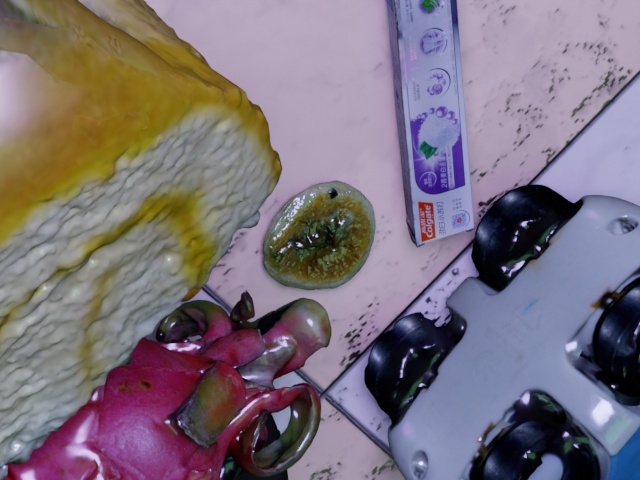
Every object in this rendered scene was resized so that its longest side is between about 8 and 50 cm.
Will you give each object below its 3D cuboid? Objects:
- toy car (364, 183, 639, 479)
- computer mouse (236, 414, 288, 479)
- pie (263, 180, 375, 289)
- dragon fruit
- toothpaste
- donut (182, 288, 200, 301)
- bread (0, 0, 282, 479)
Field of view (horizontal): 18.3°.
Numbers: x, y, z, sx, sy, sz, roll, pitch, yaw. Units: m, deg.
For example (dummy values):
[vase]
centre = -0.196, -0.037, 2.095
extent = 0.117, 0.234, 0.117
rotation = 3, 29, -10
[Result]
[toy car]
centre = 0.169, 0.098, 1.365
extent = 0.255, 0.188, 0.190
rotation = -52, 135, 2
[computer mouse]
centre = -0.084, 0.240, 1.345
extent = 0.147, 0.088, 0.264
rotation = -3, 123, -51
[pie]
centre = 0.000, -0.001, 1.321
extent = 0.084, 0.021, 0.084
rotation = -13, 121, -23
[dragon fruit]
centre = -0.130, 0.131, 1.193
extent = 0.273, 0.218, 0.198
rotation = -3, 140, -34
[toothpaste]
centre = 0.068, -0.091, 1.299
extent = 0.047, 0.040, 0.196
rotation = -16, 122, -15
[donut]
centre = -0.110, 0.020, 1.270
extent = 0.083, 0.067, 0.037
rotation = -17, 121, -58
[bread]
centre = -0.246, -0.009, 1.005
extent = 0.395, 0.239, 0.264
rotation = -43, 154, 0
